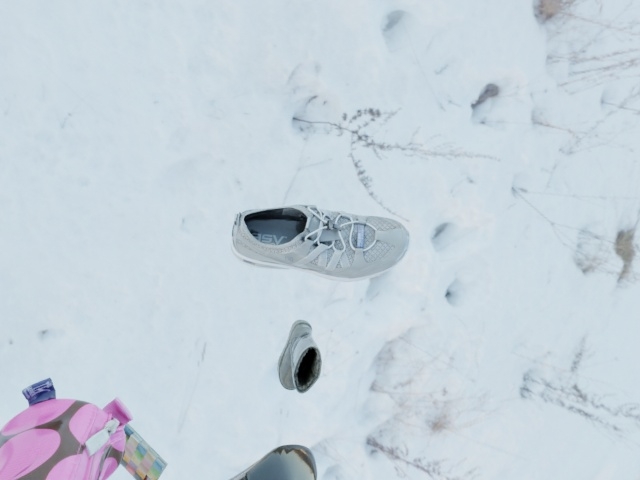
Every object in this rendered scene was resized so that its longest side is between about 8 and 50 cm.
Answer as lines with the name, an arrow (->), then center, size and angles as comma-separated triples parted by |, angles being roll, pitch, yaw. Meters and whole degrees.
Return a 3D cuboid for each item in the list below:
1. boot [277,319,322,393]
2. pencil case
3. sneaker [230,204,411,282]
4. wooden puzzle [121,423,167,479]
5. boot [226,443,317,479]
boot -> -0.044, 0.283, 1.149 | 0.076, 0.208, 0.189 | 5, 101, -14
pencil case -> -0.163, 0.172, 0.280 | 0.098, 0.209, 0.095 | -24, 113, -2
sneaker -> 0.000, 0.000, 0.787 | 0.281, 0.105, 0.115 | -1, 159, -2
wooden puzzle -> -0.158, 0.190, 0.453 | 0.006, 0.083, 0.049 | -36, 163, -53
boot -> -0.122, 0.459, 0.970 | 0.115, 0.112, 0.305 | -26, 164, 32
